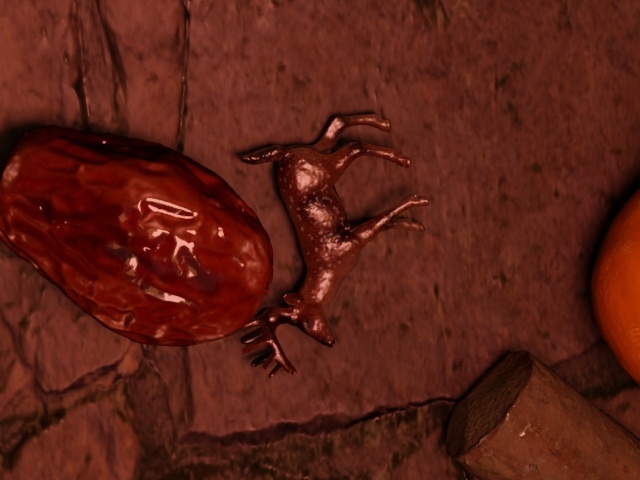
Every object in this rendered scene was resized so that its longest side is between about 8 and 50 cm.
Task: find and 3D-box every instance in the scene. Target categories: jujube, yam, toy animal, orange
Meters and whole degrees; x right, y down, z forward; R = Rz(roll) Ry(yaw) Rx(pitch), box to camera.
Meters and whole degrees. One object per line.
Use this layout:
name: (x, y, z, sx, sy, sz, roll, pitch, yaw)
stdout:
jujube: (-0.188, -0.004, 1.358, 0.290, 0.197, 0.197, 26, 92, -10)
yam: (0.277, 0.252, 1.613, 0.268, 0.161, 0.161, 36, 88, -23)
toy animal: (-0.005, 0.000, 1.497, 0.260, 0.087, 0.243, -25, 97, -13)
orange: (0.472, 0.055, 1.569, 0.312, 0.312, 0.312, -5, 104, -20)
